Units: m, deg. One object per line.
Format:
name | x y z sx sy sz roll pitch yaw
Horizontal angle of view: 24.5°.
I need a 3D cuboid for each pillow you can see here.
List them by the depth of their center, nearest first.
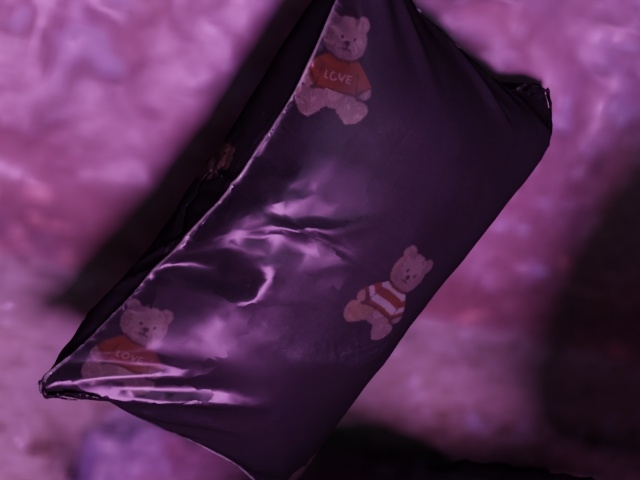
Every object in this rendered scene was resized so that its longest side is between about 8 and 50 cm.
pillow | 0.000 0.000 0.409 0.090 0.048 0.150 35 93 -21
